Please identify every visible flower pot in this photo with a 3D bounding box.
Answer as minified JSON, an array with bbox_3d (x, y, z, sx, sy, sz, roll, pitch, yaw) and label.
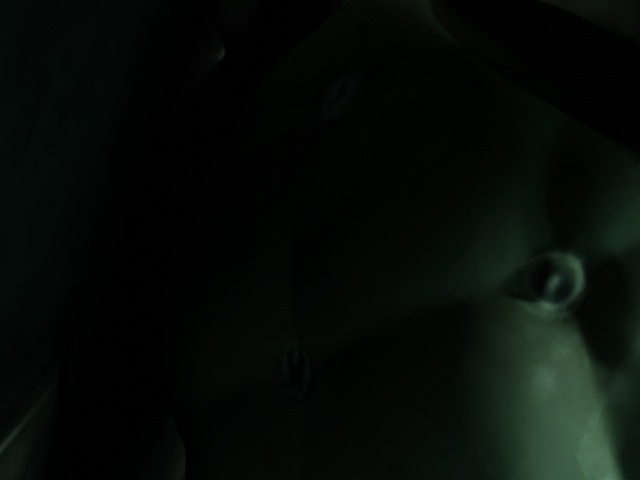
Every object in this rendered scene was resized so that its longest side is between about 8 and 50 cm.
[{"bbox_3d":[0.064,0.035,0.600,0.195,0.246,0.246,-64,176,19],"label":"flower pot"}]

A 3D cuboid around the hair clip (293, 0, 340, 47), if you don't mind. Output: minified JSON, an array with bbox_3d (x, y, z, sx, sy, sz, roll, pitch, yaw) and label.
[{"bbox_3d":[0.002,-0.077,0.711,0.137,0.022,0.054,91,19,-70],"label":"hair clip"}]
